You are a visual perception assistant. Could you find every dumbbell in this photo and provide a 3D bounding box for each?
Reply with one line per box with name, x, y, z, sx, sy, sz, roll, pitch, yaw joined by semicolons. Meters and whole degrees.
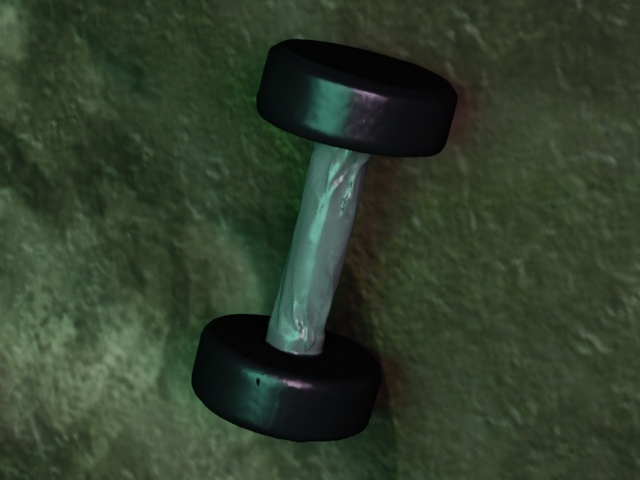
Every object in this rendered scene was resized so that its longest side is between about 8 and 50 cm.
dumbbell;0.000;0.000;0.972;0.100;0.100;0.191;24;107;28
